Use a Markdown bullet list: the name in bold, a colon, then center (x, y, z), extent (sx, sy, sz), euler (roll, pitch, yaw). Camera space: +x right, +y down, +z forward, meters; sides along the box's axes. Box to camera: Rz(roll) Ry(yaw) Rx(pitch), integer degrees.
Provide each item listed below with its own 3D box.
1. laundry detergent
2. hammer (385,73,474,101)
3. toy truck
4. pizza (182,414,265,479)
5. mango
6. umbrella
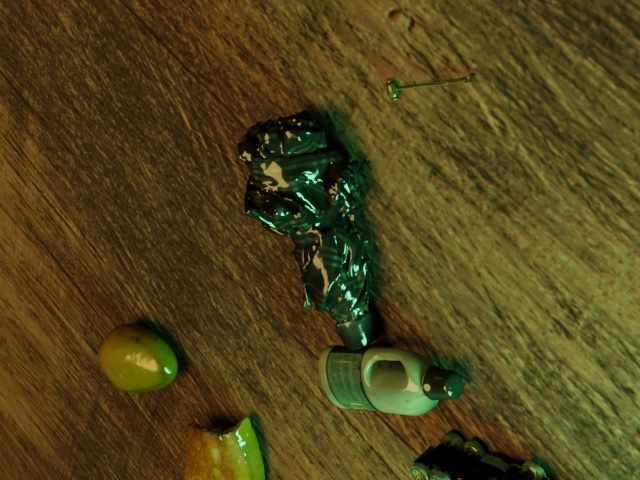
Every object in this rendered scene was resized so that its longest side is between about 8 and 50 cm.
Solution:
- **laundry detergent**: center (0.097, 0.191, 1.159), extent (0.225, 0.070, 0.099), euler (-6, 105, 49)
- **hammer**: center (0.124, -0.178, 0.976), extent (0.123, 0.014, 0.029), euler (2, 120, 45)
- **toy truck**: center (0.209, 0.335, 1.108), extent (0.191, 0.085, 0.116), euler (11, 127, 47)
- **pizza**: center (-0.184, 0.439, 1.587), extent (0.182, 0.074, 0.365), euler (32, 131, 29)
- **mango**: center (-0.343, 0.229, 1.628), extent (0.195, 0.098, 0.137), euler (8, 114, 36)
- **umbrella**: center (-0.012, 0.002, 1.116), extent (0.128, 0.154, 0.337), euler (-110, 10, -72)
